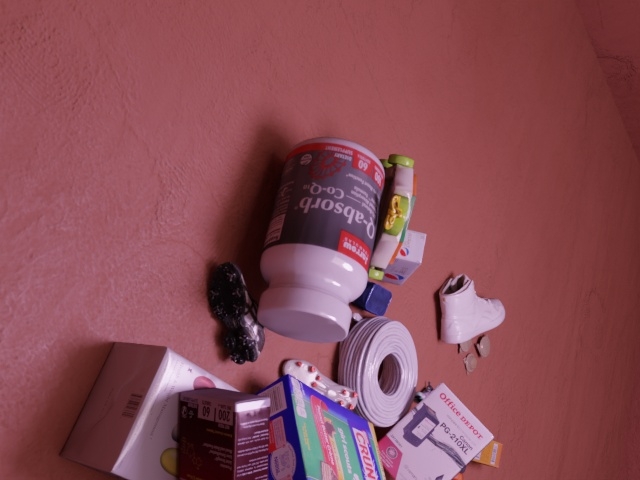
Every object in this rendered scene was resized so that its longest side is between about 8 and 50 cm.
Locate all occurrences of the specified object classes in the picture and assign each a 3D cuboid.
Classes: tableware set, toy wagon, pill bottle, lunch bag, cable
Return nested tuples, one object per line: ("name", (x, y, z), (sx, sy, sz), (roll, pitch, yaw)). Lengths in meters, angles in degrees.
("tableware set", (0.460, 0.311, 2.021), (0.168, 0.020, 0.141), (-35, 113, -43))
("toy wagon", (0.141, -0.048, 1.444), (0.068, 0.344, 0.267), (15, 90, -7))
("pill bottle", (0.000, 0.000, 1.307), (0.210, 0.210, 0.363), (38, 53, -42))
("lunch bag", (0.112, 0.130, 1.580), (0.098, 0.065, 0.067), (33, 80, -46))
("cable", (0.141, 0.308, 1.588), (0.257, 0.089, 0.257), (17, 75, -48))

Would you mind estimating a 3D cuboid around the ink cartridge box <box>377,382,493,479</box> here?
("ink cartridge box", (0.262, 0.476, 1.576), (0.237, 0.172, 0.100), (-42, 158, -5))

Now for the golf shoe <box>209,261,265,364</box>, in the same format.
("golf shoe", (-0.151, 0.130, 1.275), (0.094, 0.077, 0.198), (-33, 117, -64))

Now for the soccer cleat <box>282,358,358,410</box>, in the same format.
("soccer cleat", (-0.008, 0.311, 1.437), (0.196, 0.076, 0.068), (32, 70, -22))

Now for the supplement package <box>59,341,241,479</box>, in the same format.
("supplement package", (-0.254, 0.295, 1.075), (0.203, 0.149, 0.194), (42, 58, -39))

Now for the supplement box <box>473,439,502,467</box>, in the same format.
("supplement box", (0.438, 0.597, 1.942), (0.233, 0.078, 0.080), (33, 67, -44))

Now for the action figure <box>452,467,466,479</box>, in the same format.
("action figure", (0.302, 0.632, 1.701), (0.178, 0.341, 0.330), (1, 62, -16))

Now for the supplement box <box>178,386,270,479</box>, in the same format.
("supplement box", (-0.144, 0.345, 0.986), (0.073, 0.130, 0.240), (4, 85, -48))

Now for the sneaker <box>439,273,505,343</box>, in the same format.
("sneaker", (0.440, 0.171, 1.934), (0.292, 0.108, 0.169), (-18, 106, -47))

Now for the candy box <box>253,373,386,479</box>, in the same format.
("candy box", (0.007, 0.450, 1.315), (0.317, 0.122, 0.268), (43, 23, -42))

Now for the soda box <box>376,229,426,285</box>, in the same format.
("soda box", (0.183, 0.041, 1.564), (0.216, 0.069, 0.074), (111, -7, -72))

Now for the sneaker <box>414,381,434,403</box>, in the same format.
("sneaker", (0.280, 0.405, 1.794), (0.098, 0.038, 0.069), (54, 49, -46))
